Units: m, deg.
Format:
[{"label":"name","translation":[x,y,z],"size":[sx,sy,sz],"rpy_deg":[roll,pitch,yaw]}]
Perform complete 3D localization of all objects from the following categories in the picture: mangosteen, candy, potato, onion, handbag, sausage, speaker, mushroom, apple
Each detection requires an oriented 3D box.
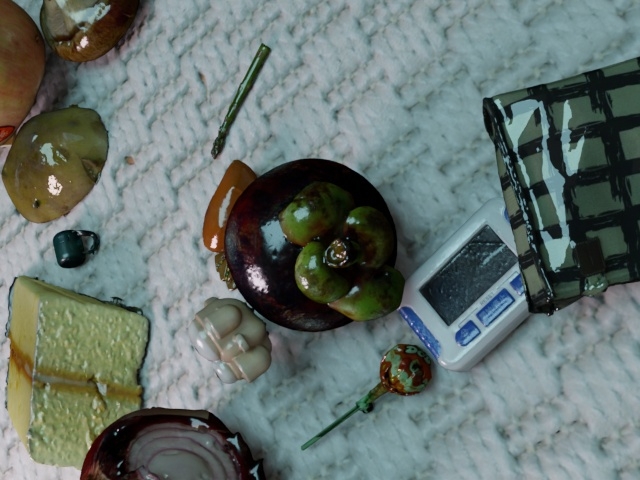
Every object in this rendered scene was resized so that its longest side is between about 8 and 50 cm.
[{"label":"mangosteen","translation":[-0.010,0.008,1.535],"size":[0.311,0.311,0.311],"rpy_deg":[-8,75,30]},{"label":"candy","translation":[0.070,0.273,1.566],"size":[0.288,0.078,0.084],"rpy_deg":[-42,31,21]},{"label":"potato","translation":[-0.603,-0.170,2.061],"size":[0.299,0.116,0.239],"rpy_deg":[-35,67,22]},{"label":"onion","translation":[-0.264,0.461,1.584],"size":[0.341,0.341,0.341],"rpy_deg":[-8,75,30]},{"label":"handbag","translation":[0.424,-0.084,1.349],"size":[0.325,0.162,0.326],"rpy_deg":[-13,71,11]},{"label":"sausage","translation":[-0.166,-0.061,1.779],"size":[0.089,0.089,0.179],"rpy_deg":[24,97,33]},{"label":"speaker","translation":[-0.518,0.011,1.991],"size":[0.094,0.060,0.075],"rpy_deg":[-29,66,23]},{"label":"mushroom","translation":[-0.515,-0.522,2.043],"size":[0.267,0.254,0.267],"rpy_deg":[5,104,18]},{"label":"apple","translation":[-0.815,-0.378,2.066],"size":[0.391,0.347,0.391],"rpy_deg":[-28,52,44]}]

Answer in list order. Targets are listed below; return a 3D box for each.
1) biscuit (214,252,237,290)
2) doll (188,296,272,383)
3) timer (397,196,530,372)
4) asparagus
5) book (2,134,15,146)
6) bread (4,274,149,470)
[{"label":"biscuit","translation":[-0.170,0.048,1.796],"size":[0.092,0.016,0.082],"rpy_deg":[34,97,31]},{"label":"doll","translation":[-0.155,0.172,1.624],"size":[0.119,0.278,0.154],"rpy_deg":[-35,87,-12]},{"label":"timer","translation":[0.254,0.072,1.495],"size":[0.253,0.078,0.178],"rpy_deg":[-45,58,13]},{"label":"asparagus","translation":[-0.162,-0.274,1.863],"size":[0.024,0.025,0.248],"rpy_deg":[26,94,-9]},{"label":"book","translation":[-0.760,-0.303,2.242],"size":[0.118,0.012,0.172],"rpy_deg":[-1,79,31]},{"label":"bread","translation":[-0.523,0.264,1.959],"size":[0.405,0.242,0.345],"rpy_deg":[2,82,66]}]
